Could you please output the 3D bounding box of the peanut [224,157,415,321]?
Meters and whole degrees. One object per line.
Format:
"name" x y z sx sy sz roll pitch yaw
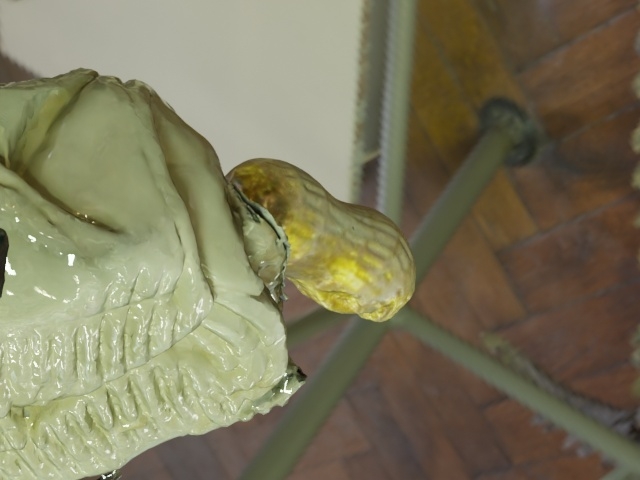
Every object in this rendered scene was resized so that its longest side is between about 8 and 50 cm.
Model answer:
"peanut" 0.000 0.000 1.239 0.087 0.087 0.207 16 170 45

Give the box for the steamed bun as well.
"steamed bun" -0.204 0.016 1.073 0.346 0.394 0.237 -44 55 36

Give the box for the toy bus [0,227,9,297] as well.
"toy bus" -0.207 -0.067 0.365 0.271 0.133 0.164 8 93 12
